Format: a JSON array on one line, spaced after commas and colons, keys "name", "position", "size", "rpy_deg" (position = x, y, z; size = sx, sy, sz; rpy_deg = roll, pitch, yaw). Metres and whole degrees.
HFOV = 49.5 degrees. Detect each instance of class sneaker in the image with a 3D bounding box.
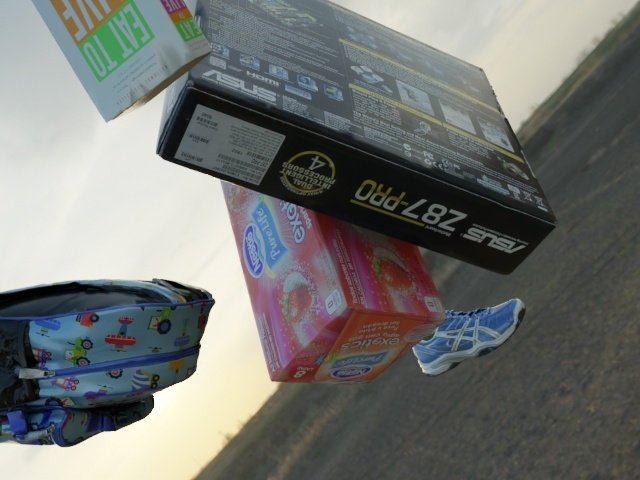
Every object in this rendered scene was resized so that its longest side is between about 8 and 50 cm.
[{"name": "sneaker", "position": [0.244, 0.152, 1.164], "size": [0.211, 0.081, 0.080], "rpy_deg": [-33, 6, 20]}]

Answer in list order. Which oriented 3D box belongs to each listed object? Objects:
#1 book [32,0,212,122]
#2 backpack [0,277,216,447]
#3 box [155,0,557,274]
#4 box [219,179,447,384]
[{"name": "book", "position": [-0.134, -0.156, 0.418], "size": [0.096, 0.144, 0.035], "rpy_deg": [-21, 15, 43]}, {"name": "backpack", "position": [-0.166, 0.086, 0.519], "size": [0.173, 0.117, 0.158], "rpy_deg": [-6, -4, 10]}, {"name": "box", "position": [0.036, -0.149, 0.756], "size": [0.097, 0.395, 0.318], "rpy_deg": [-56, 27, 37]}, {"name": "box", "position": [0.000, 0.000, 0.805], "size": [0.142, 0.300, 0.154], "rpy_deg": [10, -43, -35]}]
